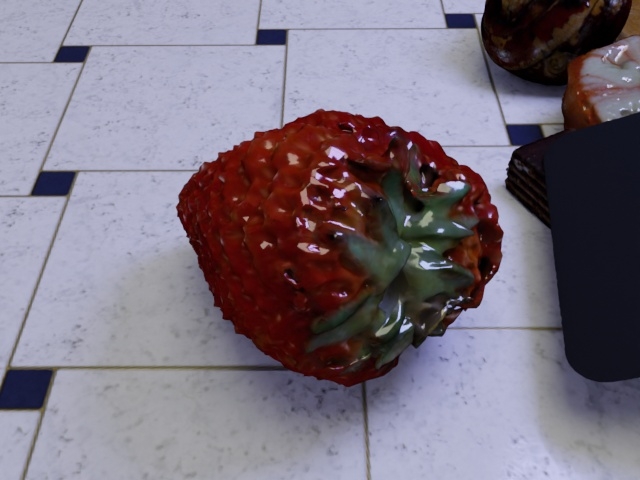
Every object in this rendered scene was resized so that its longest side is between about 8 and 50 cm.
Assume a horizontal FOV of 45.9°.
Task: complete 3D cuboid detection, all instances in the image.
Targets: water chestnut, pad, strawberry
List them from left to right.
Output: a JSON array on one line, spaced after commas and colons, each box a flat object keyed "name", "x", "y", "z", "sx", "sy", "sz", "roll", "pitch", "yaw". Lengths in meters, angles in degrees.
[{"name": "strawberry", "x": 0.000, "y": 0.000, "z": 0.799, "sx": 0.312, "sy": 0.267, "sz": 0.351, "roll": -3, "pitch": 7, "yaw": -40}, {"name": "water chestnut", "x": 0.342, "y": -0.351, "z": 1.141, "sx": 0.224, "sy": 0.238, "sz": 0.223, "roll": -24, "pitch": 52, "yaw": 35}, {"name": "pad", "x": 0.347, "y": 0.002, "z": 0.817, "sx": 0.315, "sy": 0.063, "sz": 0.375, "roll": -14, "pitch": 41, "yaw": 25}]

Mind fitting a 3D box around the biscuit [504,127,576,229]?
[{"name": "biscuit", "x": 0.346, "y": -0.038, "z": 0.931, "sx": 0.106, "sy": 0.070, "sz": 0.252, "roll": -22, "pitch": 49, "yaw": -19}]

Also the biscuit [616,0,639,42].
[{"name": "biscuit", "x": 0.515, "y": -0.401, "z": 1.317, "sx": 0.144, "sy": 0.040, "sz": 0.236, "roll": -17, "pitch": 45, "yaw": -25}]

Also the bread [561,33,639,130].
[{"name": "bread", "x": 0.501, "y": -0.176, "z": 1.026, "sx": 0.328, "sy": 0.114, "sz": 0.295, "roll": -20, "pitch": 53, "yaw": -15}]
